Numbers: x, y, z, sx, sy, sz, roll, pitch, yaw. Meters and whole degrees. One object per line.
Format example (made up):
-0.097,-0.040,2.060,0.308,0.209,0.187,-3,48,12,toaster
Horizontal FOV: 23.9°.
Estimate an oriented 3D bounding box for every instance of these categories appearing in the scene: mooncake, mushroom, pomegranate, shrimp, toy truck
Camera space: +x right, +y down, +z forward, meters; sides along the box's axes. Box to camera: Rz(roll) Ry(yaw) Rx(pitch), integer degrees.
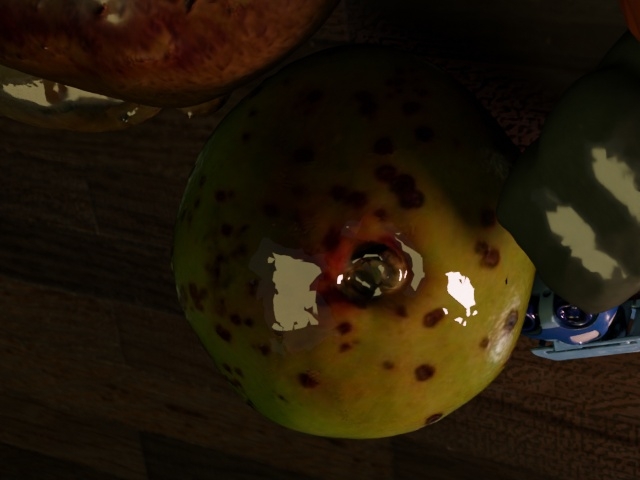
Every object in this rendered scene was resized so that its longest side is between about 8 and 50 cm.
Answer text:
0.169,-0.042,0.811,0.104,0.175,0.168,37,90,5,mooncake
-0.115,-0.236,0.863,0.345,0.239,0.345,2,110,6,mushroom
0.003,-0.014,0.919,0.286,0.231,0.230,37,142,55,pomegranate
-0.227,-0.144,1.097,0.262,0.066,0.117,10,109,13,shrimp
0.179,0.036,0.929,0.136,0.063,0.074,-10,134,41,toy truck

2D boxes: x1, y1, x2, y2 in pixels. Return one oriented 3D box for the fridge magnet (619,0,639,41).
0.185,-0.239,0.582,0.155,0.363,0.363,3,125,-3,fridge magnet
